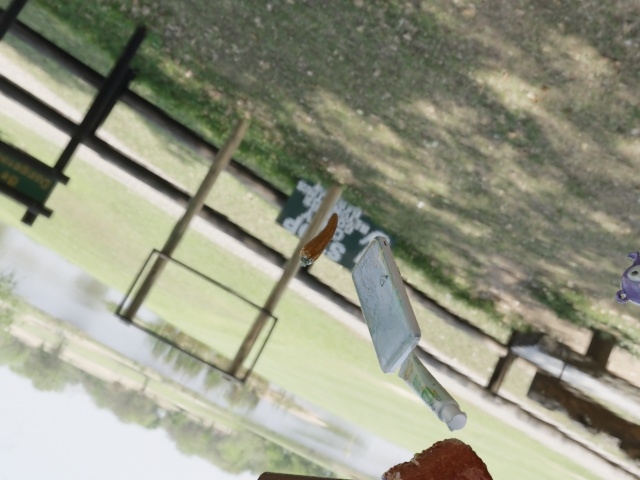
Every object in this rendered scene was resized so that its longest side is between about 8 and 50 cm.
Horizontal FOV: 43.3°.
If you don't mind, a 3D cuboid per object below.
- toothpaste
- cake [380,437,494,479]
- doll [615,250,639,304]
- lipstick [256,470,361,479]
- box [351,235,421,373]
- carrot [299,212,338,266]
[{"bbox_3d":[0.237,0.324,1.761,0.056,0.058,0.314,59,174,-21],"label":"toothpaste"},{"bbox_3d":[0.193,0.427,1.144,0.283,0.150,0.177,62,162,3],"label":"cake"},{"bbox_3d":[0.553,0.043,1.272,0.110,0.205,0.067,56,173,31],"label":"doll"},{"bbox_3d":[0.068,0.318,0.967,0.356,0.057,0.057,-6,147,38],"label":"lipstick"},{"bbox_3d":[0.137,0.133,1.721,0.044,0.285,0.142,7,134,-26],"label":"box"},{"bbox_3d":[0.000,0.000,1.519,0.035,0.142,0.035,24,143,20],"label":"carrot"}]
